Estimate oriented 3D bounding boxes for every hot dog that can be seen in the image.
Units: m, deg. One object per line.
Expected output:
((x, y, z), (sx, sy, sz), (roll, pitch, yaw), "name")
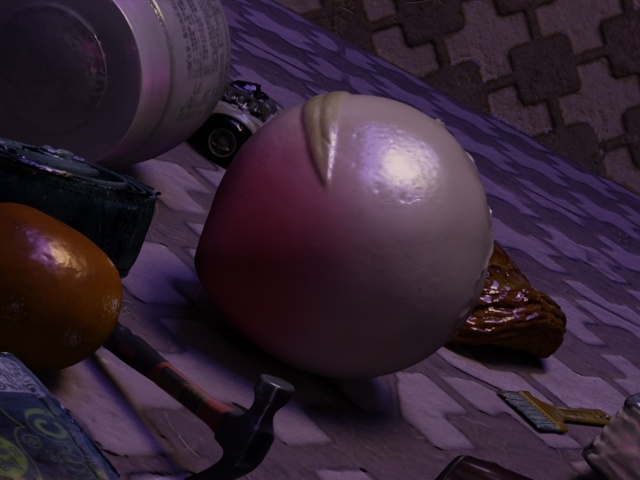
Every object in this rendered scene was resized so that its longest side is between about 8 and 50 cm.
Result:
((0.232, 0.077, 1.989), (0.259, 0.114, 0.175), (10, 25, -49), "hot dog")

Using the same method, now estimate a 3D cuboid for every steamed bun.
((0.000, 0.000, 1.532), (0.309, 0.309, 0.309), (27, 15, -8), "steamed bun")

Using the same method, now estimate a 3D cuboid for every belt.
((-0.265, -0.031, 1.431), (0.206, 0.116, 0.267), (22, 6, 31), "belt")

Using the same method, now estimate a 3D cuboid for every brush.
((0.306, 0.216, 1.874), (0.218, 0.010, 0.082), (12, 23, -47), "brush")

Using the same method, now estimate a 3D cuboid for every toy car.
((-0.056, -0.139, 2.171), (0.301, 0.118, 0.193), (30, 18, 6), "toy car")

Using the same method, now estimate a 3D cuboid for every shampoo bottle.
((-0.255, -0.220, 1.766), (0.273, 0.273, 0.266), (33, 25, 12), "shampoo bottle")

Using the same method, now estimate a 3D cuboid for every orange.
((-0.242, 0.040, 1.245), (0.156, 0.124, 0.156), (30, -3, 2), "orange")

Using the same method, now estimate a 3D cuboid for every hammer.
((-0.138, 0.109, 1.283), (0.033, 0.111, 0.287), (17, 11, -47), "hammer")

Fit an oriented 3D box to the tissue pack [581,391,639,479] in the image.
((0.474, 0.281, 1.769), (0.259, 0.122, 0.361), (39, 16, 22), "tissue pack")

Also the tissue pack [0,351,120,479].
((-0.265, 0.133, 0.997), (0.235, 0.073, 0.173), (10, 25, -50), "tissue pack")

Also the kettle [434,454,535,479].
((0.187, 0.275, 1.254), (0.232, 0.144, 0.202), (32, -4, 18), "kettle")
